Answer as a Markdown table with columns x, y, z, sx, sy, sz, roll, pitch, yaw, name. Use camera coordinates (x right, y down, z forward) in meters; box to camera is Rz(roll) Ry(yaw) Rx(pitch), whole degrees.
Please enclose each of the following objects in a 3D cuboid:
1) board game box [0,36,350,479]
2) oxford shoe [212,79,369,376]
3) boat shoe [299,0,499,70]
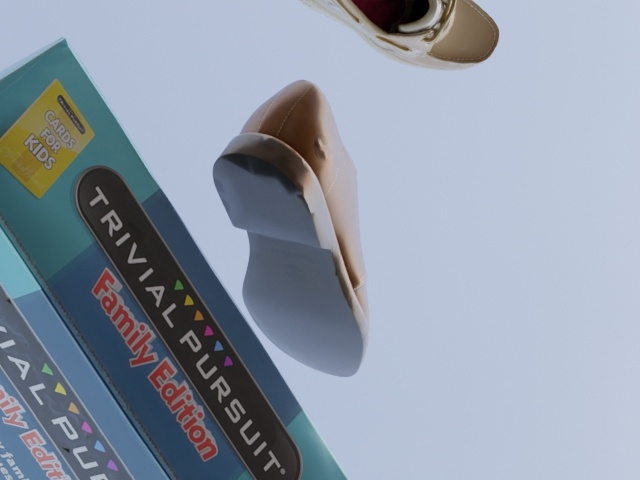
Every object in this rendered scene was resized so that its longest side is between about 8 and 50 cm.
| x | y | z | sx | sy | sz | roll | pitch | yaw | name |
| --- | --- | --- | --- | --- | --- | --- | --- | --- | --- |
| -0.165 | 0.082 | 0.776 | 0.079 | 0.336 | 0.254 | -44 | -72 | -44 | board game box |
| 0.000 | 0.000 | 0.922 | 0.076 | 0.212 | 0.076 | 17 | -124 | 19 | oxford shoe |
| 0.054 | -0.147 | 1.081 | 0.170 | 0.059 | 0.063 | 17 | -87 | -34 | boat shoe |
